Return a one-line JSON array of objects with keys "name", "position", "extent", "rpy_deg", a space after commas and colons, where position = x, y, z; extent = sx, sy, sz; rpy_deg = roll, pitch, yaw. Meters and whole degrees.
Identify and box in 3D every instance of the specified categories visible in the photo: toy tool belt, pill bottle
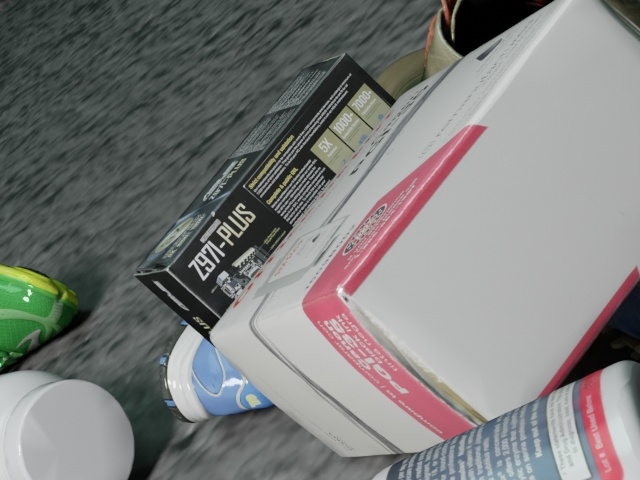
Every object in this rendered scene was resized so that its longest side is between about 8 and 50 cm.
[{"name": "toy tool belt", "position": [0.161, 0.034, 0.944], "extent": [0.051, 0.052, 0.083], "rpy_deg": [-41, 19, -14]}, {"name": "pill bottle", "position": [0.078, 0.134, 0.799], "extent": [0.180, 0.108, 0.108], "rpy_deg": [-26, 26, 18]}, {"name": "pill bottle", "position": [-0.228, 0.157, 1.334], "extent": [0.216, 0.121, 0.121], "rpy_deg": [-17, 35, 51]}]

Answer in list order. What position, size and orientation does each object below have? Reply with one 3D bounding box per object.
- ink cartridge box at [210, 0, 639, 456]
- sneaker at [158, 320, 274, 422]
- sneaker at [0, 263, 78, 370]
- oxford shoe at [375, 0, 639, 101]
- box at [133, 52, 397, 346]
[{"name": "ink cartridge box", "position": [0.068, 0.004, 0.990], "extent": [0.207, 0.117, 0.283], "rpy_deg": [-51, 8, -16]}, {"name": "sneaker", "position": [-0.027, 0.041, 1.264], "extent": [0.081, 0.080, 0.211], "rpy_deg": [-2, 47, 36]}, {"name": "sneaker", "position": [-0.323, 0.112, 1.654], "extent": [0.295, 0.109, 0.123], "rpy_deg": [-28, 50, 34]}, {"name": "oxford shoe", "position": [0.117, -0.120, 1.194], "extent": [0.123, 0.130, 0.348], "rpy_deg": [-52, 22, -18]}, {"name": "box", "position": [0.000, 0.000, 1.158], "extent": [0.180, 0.147, 0.077], "rpy_deg": [-52, 15, -15]}]
